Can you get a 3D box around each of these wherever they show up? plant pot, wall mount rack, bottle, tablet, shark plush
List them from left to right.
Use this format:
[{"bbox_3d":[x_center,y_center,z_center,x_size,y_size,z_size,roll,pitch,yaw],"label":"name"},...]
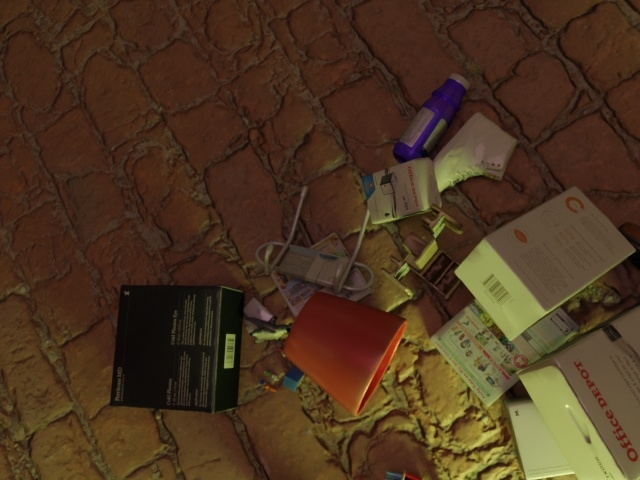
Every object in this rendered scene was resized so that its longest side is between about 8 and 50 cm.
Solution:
[{"bbox_3d":[-0.184,0.213,1.741,0.083,0.006,0.054,41,91,16],"label":"tablet"},{"bbox_3d":[-0.138,0.245,1.697,0.161,0.073,0.067,-10,58,14],"label":"shark plush"},{"bbox_3d":[0.000,0.000,1.650,0.350,0.130,0.304,15,43,14],"label":"wall mount rack"},{"bbox_3d":[0.055,0.271,1.533,0.243,0.275,0.275,27,87,15],"label":"plant pot"},{"bbox_3d":[0.313,-0.334,1.662,0.092,0.118,0.283,34,90,17],"label":"bottle"}]

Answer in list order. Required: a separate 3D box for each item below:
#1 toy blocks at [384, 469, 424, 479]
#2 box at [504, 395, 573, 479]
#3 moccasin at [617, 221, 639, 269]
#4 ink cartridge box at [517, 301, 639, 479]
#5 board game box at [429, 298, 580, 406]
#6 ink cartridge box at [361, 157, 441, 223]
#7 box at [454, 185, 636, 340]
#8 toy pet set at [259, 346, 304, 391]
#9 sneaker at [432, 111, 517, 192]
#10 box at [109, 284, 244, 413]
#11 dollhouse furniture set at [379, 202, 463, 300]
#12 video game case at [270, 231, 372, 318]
[{"bbox_3d":[0.234,0.664,1.534,0.148,0.054,0.123,11,82,15],"label":"toy blocks"},{"bbox_3d":[0.565,0.471,1.456,0.181,0.119,0.182,-13,77,11],"label":"box"},{"bbox_3d":[0.915,0.048,1.440,0.380,0.139,0.147,26,81,19],"label":"moccasin"},{"bbox_3d":[0.696,0.328,1.342,0.395,0.166,0.285,-21,74,-22],"label":"ink cartridge box"},{"bbox_3d":[0.468,0.244,1.533,0.303,0.097,0.224,-40,73,2],"label":"board game box"},{"bbox_3d":[0.218,-0.133,1.612,0.191,0.082,0.139,-15,87,48],"label":"ink cartridge box"},{"bbox_3d":[0.537,0.049,1.426,0.345,0.168,0.215,-25,68,-27],"label":"box"},{"bbox_3d":[-0.108,0.377,1.662,0.114,0.065,0.122,28,88,17],"label":"toy pet set"},{"bbox_3d":[0.409,-0.197,1.621,0.169,0.108,0.292,40,89,20],"label":"sneaker"},{"bbox_3d":[-0.400,0.301,1.686,0.312,0.179,0.343,0,80,14],"label":"box"},{"bbox_3d":[0.294,0.056,1.532,0.161,0.242,0.212,39,91,17],"label":"dollhouse furniture set"},{"bbox_3d":[0.000,0.120,1.696,0.227,0.026,0.206,-32,74,2],"label":"video game case"}]
